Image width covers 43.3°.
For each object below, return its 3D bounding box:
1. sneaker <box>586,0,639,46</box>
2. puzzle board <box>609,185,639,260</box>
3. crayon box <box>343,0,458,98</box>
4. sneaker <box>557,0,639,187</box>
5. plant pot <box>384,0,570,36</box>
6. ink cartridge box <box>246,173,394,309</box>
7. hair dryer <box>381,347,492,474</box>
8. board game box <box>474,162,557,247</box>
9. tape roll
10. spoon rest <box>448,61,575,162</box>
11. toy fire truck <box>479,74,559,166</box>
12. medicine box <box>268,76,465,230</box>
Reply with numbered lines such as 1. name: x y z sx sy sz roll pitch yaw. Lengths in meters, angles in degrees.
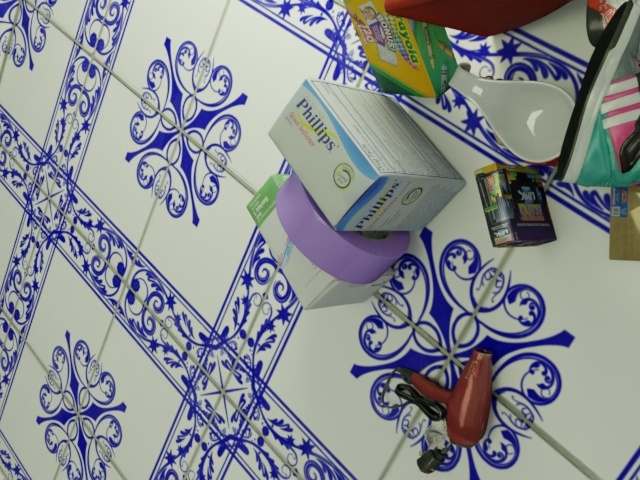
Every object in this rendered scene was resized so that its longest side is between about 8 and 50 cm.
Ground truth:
1. sneaker: 0.518 -0.460 1.326 0.145 0.090 0.270 -1 87 34
2. puzzle board: 0.539 -0.029 1.363 0.096 0.011 0.128 2 92 43
3. crayon box: 0.147 -0.414 1.539 0.165 0.081 0.278 20 144 50
4. sneaker: 0.508 -0.214 1.281 0.178 0.124 0.295 16 104 3
5. plant pot: 0.296 -0.505 1.363 0.236 0.267 0.267 16 102 55
6. ink cartridge box: 0.000 0.000 1.714 0.117 0.201 0.278 -47 62 33
7. hair dryer: 0.237 0.311 1.592 0.293 0.080 0.223 -45 62 32
8. board game box: 0.348 -0.060 1.425 0.048 0.170 0.141 -21 78 38
9. tape roll: 0.047 -0.046 1.623 0.090 0.275 0.275 -48 61 33
10. spoon rest: 0.332 -0.239 1.429 0.276 0.084 0.137 39 114 34
11. toy fire truck: 0.362 -0.222 1.491 0.192 0.047 0.135 25 107 38
12. medicine box: 0.091 -0.161 1.571 0.149 0.289 0.263 -51 59 30
